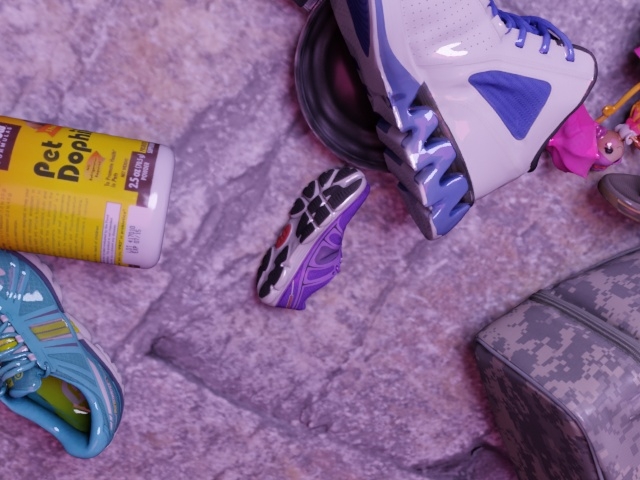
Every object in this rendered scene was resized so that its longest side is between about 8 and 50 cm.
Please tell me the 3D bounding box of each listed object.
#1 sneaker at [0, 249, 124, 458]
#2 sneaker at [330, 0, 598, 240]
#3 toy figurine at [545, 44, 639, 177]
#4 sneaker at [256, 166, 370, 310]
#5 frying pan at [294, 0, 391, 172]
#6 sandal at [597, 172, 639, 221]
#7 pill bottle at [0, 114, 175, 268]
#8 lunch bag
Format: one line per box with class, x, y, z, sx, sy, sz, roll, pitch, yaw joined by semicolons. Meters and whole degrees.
sneaker;-0.286;0.098;0.748;0.107;0.110;0.275;-36;111;7
sneaker;0.124;-0.168;0.658;0.182;0.127;0.315;-24;121;-6
toy figurine;0.299;-0.120;0.762;0.159;0.130;0.173;-35;137;21
sneaker;0.000;0.000;0.785;0.071;0.068;0.170;21;116;-31
frying pan;0.011;-0.176;0.712;0.326;0.053;0.197;14;108;-13
sandal;0.382;-0.054;0.789;0.219;0.090;0.060;3;121;-12
pill bottle;-0.244;-0.045;0.694;0.215;0.117;0.117;9;110;-11
lunch bag;0.338;0.170;0.818;0.256;0.212;0.305;-31;114;-13
